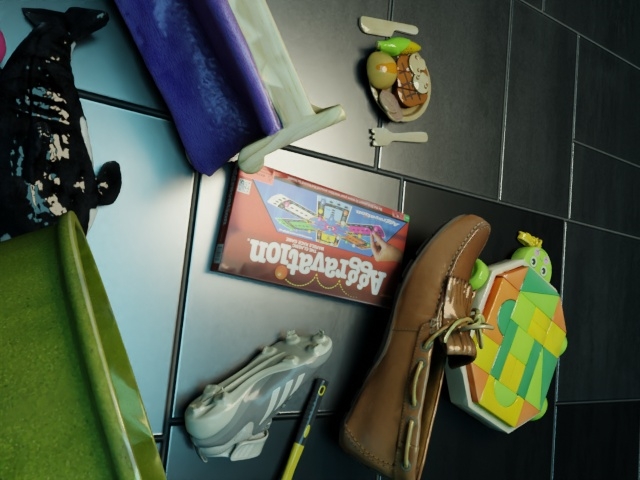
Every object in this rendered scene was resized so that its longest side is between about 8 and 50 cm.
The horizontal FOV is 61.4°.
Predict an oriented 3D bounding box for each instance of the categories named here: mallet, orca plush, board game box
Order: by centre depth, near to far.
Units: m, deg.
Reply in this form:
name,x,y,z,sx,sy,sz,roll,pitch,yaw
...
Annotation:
name,x,y,z,sx,sy,sz,roll,pitch,yaw
orca plush,-0.254,-0.101,0.527,0.151,0.102,0.287,20,77,-31
mallet,-0.038,0.268,0.698,0.062,0.039,0.189,25,70,-27
board game box,0.000,0.000,0.733,0.282,0.027,0.144,15,81,-32

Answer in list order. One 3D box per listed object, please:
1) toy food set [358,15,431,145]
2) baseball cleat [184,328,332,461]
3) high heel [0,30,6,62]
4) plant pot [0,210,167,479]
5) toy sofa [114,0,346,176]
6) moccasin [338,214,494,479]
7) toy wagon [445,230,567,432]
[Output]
name,x,y,z,sx,sy,sz,roll,pitch,yaw
toy food set,0.123,-0.242,0.813,0.133,0.039,0.191,-8,93,-33
baseball cleat,-0.067,0.194,0.669,0.206,0.072,0.109,-24,115,-27
high heel,-0.425,-0.144,0.371,0.378,0.181,0.127,-20,99,-32
plant pot,-0.298,0.200,0.371,0.353,0.366,0.366,-17,98,-20
toy sofa,-0.129,-0.245,0.548,0.177,0.150,0.362,-25,104,-2
moccasin,0.160,0.139,0.741,0.379,0.147,0.139,-62,148,-19
toy wagon,0.324,0.136,0.912,0.267,0.068,0.344,37,70,-27
